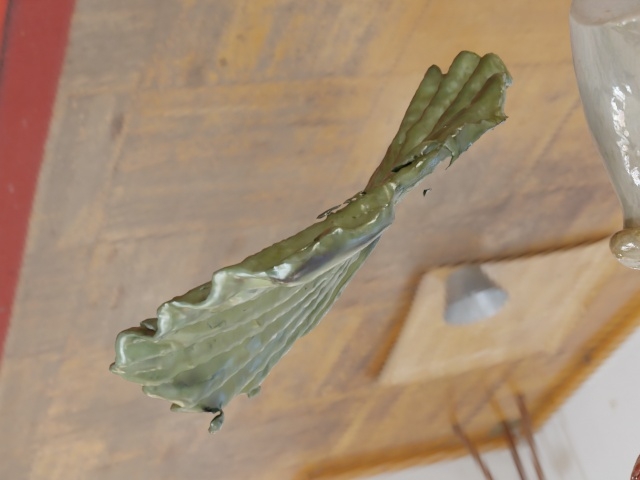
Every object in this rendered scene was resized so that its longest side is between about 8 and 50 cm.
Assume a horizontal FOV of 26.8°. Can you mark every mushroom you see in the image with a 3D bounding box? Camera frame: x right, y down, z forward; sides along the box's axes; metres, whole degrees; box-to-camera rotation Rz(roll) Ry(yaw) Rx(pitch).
[{"bbox_3d":[0.219,-0.083,0.889,0.088,0.213,0.097,-1,-168,35],"label":"mushroom"}]

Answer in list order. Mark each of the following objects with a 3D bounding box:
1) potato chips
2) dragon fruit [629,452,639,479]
[{"bbox_3d":[-0.003,0.004,1.107,0.389,0.097,0.373,-40,171,-41],"label":"potato chips"},{"bbox_3d":[0.454,0.270,1.416,0.241,0.241,0.252,-4,177,-30],"label":"dragon fruit"}]
